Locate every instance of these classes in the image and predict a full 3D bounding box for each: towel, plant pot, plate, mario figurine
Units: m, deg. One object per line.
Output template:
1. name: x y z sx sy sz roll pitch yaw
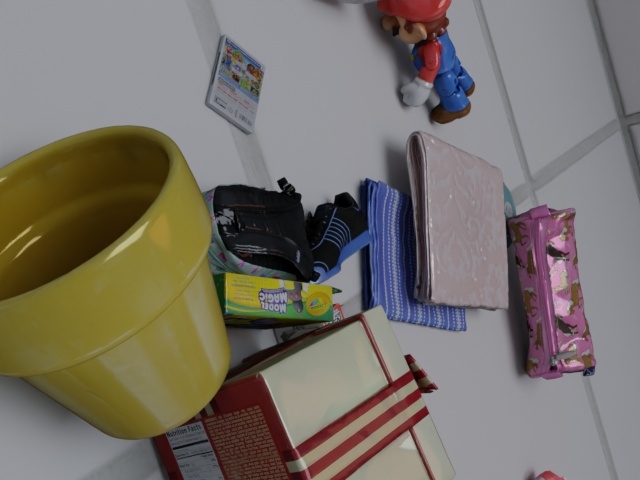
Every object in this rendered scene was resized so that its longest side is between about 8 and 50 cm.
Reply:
1. towel: 0.271 -0.025 1.402 0.332 0.053 0.316 12 74 -51
2. plant pot: -0.205 0.056 0.697 0.254 0.254 0.239 -63 144 -40
3. towel: 0.184 0.034 1.337 0.336 0.040 0.243 16 69 -49
4. plate: 0.416 -0.071 1.671 0.188 0.024 0.188 18 66 -47
5. mario figurine: 0.194 -0.389 1.437 0.320 0.170 0.198 57 5 -40

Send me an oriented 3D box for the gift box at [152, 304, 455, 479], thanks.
1. gift box: -0.014 0.254 0.861 0.258 0.255 0.276 -21 91 -50

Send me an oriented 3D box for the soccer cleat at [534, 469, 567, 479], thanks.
1. soccer cleat: 0.510 0.615 1.570 0.095 0.083 0.248 -26 108 -22

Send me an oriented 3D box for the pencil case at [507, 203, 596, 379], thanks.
1. pencil case: 0.515 0.112 1.619 0.160 0.167 0.386 -7 90 -17

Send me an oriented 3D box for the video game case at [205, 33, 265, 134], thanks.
1. video game case: -0.121 -0.226 1.048 0.087 0.011 0.122 32 57 -42

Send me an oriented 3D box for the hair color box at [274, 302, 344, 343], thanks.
1. hair color box: 0.004 0.180 1.026 0.053 0.093 0.167 -29 104 -52

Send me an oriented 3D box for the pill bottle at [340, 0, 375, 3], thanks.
1. pill bottle: 0.059 -0.585 1.236 0.181 0.182 0.322 1 79 -52

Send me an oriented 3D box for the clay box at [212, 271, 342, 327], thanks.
1. clay box: -0.082 0.082 0.917 0.222 0.127 0.053 13 71 -49

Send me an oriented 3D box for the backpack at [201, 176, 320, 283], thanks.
1. backpack: -0.098 -0.004 0.929 0.182 0.115 0.151 9 58 -53

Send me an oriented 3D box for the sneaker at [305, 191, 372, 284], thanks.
1. sneaker: 0.000 0.000 1.089 0.232 0.081 0.090 -40 108 -56
